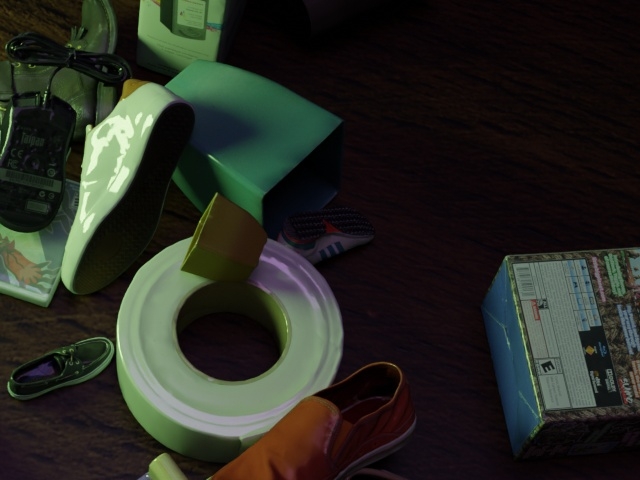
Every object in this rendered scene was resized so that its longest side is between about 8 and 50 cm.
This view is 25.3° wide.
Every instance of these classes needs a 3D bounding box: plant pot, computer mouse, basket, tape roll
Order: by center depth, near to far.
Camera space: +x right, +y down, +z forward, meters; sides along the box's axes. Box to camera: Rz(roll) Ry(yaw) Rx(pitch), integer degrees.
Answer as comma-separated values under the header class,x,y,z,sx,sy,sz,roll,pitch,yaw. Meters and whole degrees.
class,x,y,z,sx,sy,sz,roll,pitch,yaw
plant pot,-0.114,0.005,1.770,0.083,0.081,0.081,24,59,-9
tape roll,-0.115,0.134,1.800,0.286,0.100,0.286,4,61,-7
computer mouse,-0.339,-0.134,1.887,0.184,0.060,0.262,7,85,-20
plant pot,-0.111,-0.124,1.912,0.234,0.165,0.165,35,62,20
basket,0.034,-0.401,2.089,0.227,0.154,0.204,-34,70,-20

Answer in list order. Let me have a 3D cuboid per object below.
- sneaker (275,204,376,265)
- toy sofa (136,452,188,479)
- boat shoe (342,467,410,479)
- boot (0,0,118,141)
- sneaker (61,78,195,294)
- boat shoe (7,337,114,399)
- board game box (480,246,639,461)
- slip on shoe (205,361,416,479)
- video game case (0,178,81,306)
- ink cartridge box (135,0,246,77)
class,x,y,z,sx,sy,sz,roll,pitch,yaw
sneaker,0.000,0.000,1.918,0.161,0.075,0.057,-7,53,-43
toy sofa,-0.277,0.397,1.587,0.363,0.177,0.150,-33,71,-22
boat shoe,0.165,0.378,1.702,0.341,0.110,0.121,24,61,5
boot,-0.395,-0.235,1.959,0.229,0.091,0.262,1,64,-11
sneaker,-0.267,-0.073,1.846,0.123,0.106,0.290,34,100,35
boat shoe,-0.323,0.158,1.787,0.142,0.040,0.049,-25,68,-20
board game box,0.381,0.143,1.845,0.291,0.141,0.232,-3,62,-10
slip on shoe,-0.012,0.232,1.656,0.123,0.101,0.331,21,33,40
video game case,-0.420,-0.022,1.881,0.201,0.023,0.183,18,61,1
ink cartridge box,-0.156,-0.391,1.960,0.131,0.306,0.226,18,60,1
